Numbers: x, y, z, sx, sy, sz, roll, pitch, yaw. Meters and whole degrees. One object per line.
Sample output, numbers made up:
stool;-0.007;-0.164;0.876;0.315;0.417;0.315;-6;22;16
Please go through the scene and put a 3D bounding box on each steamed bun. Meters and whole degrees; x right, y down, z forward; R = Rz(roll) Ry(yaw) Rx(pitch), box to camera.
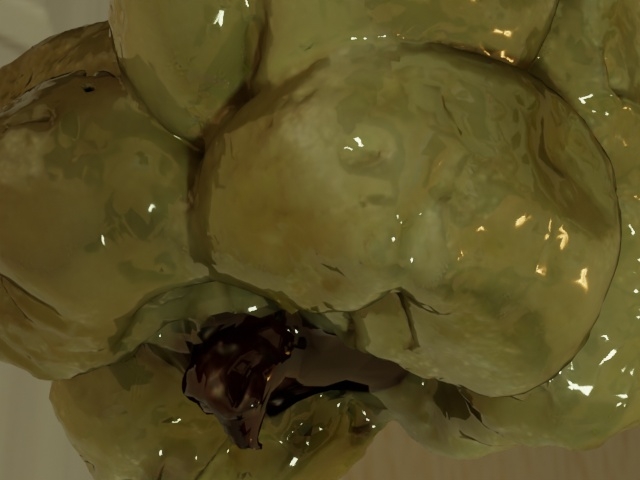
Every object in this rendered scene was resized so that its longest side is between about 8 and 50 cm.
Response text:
steamed bun;0.000;0.000;0.475;0.177;0.106;0.192;-17;142;22
